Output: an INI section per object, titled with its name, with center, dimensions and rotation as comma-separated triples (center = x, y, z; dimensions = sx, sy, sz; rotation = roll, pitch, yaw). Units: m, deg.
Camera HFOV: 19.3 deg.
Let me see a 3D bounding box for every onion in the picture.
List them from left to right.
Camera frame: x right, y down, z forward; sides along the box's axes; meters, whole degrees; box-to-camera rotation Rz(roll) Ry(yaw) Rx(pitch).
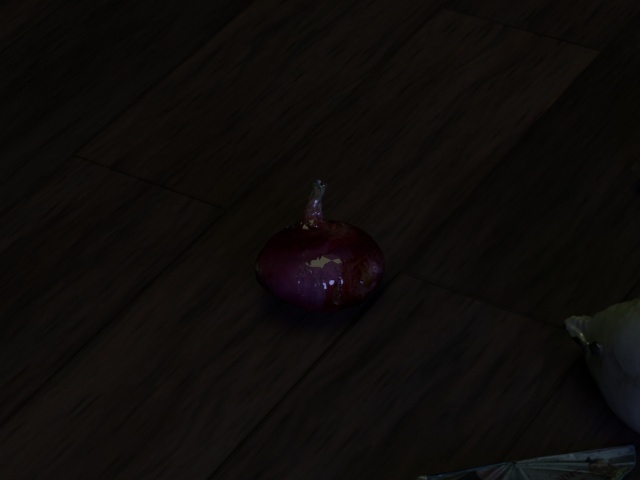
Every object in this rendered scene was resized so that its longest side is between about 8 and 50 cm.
[onion]
center = 0.000, 0.000, 2.128
dimensions = 0.150, 0.140, 0.150
rotation = 3, 25, -1

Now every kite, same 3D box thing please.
[kite]
center = 0.233, 0.290, 1.812
dimensions = 0.314, 0.011, 0.335
rotation = 19, 40, 18

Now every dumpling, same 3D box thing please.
[dumpling]
center = 0.392, 0.118, 1.926
dimensions = 0.227, 0.175, 0.243
rotation = 2, 44, -38

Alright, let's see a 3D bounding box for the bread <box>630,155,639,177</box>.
[bread]
center = 0.464, -0.086, 2.221
dimensions = 0.147, 0.127, 0.152
rotation = -33, 79, -30
